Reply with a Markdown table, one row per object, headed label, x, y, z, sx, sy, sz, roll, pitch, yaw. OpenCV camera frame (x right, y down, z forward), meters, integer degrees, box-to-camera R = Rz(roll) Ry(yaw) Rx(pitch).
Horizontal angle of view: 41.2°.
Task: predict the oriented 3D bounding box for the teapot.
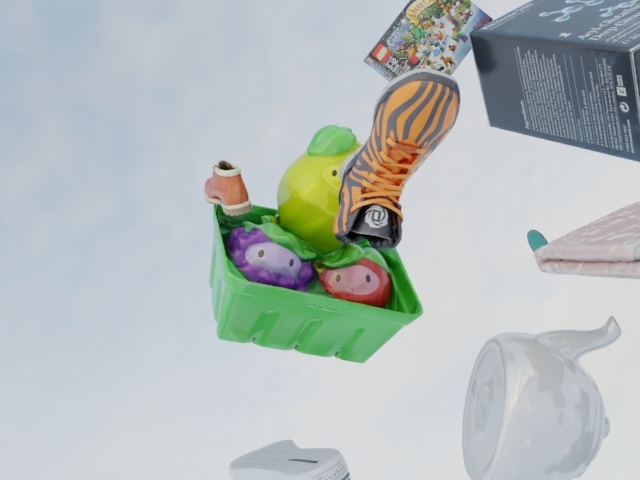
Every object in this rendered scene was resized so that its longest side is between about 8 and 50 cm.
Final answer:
| label | x | y | z | sx | sy | sz | roll | pitch | yaw |
| --- | --- | --- | --- | --- | --- | --- | --- | --- | --- |
| teapot | 0.320 | 0.261 | 1.224 | 0.256 | 0.187 | 0.252 | 107 | 172 | -57 |

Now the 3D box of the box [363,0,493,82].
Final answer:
| label | x | y | z | sx | sy | sz | roll | pitch | yaw |
| --- | --- | --- | --- | --- | --- | --- | --- | --- | --- |
| box | 0.218 | -0.405 | 1.724 | 0.233 | 0.159 | 0.044 | -53 | 5 | -11 |

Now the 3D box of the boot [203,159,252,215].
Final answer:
| label | x | y | z | sx | sy | sz | roll | pitch | yaw |
| --- | --- | --- | --- | --- | --- | --- | --- | --- | --- |
| boot | -0.162 | -0.101 | 1.449 | 0.059 | 0.158 | 0.084 | -20 | -69 | -21 |

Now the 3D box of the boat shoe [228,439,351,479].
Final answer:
| label | x | y | z | sx | sy | sz | roll | pitch | yaw |
| --- | --- | --- | --- | --- | --- | --- | --- | --- | --- |
| boat shoe | -0.052 | 0.402 | 1.380 | 0.121 | 0.119 | 0.335 | -22 | 2 | -27 |

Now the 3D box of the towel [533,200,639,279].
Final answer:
| label | x | y | z | sx | sy | sz | roll | pitch | yaw |
| --- | --- | --- | --- | --- | --- | --- | --- | --- | --- |
| towel | 0.493 | -0.029 | 1.104 | 0.332 | 0.317 | 0.053 | -20 | -85 | -16 |

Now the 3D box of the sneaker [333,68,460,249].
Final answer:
| label | x | y | z | sx | sy | sz | roll | pitch | yaw |
| --- | --- | --- | --- | --- | --- | --- | --- | --- | --- |
| sneaker | 0.110 | -0.093 | 1.244 | 0.125 | 0.180 | 0.321 | 16 | -35 | -10 |

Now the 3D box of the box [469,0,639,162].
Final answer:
| label | x | y | z | sx | sy | sz | roll | pitch | yaw |
| --- | --- | --- | --- | --- | --- | --- | --- | --- | --- |
| box | 0.527 | -0.329 | 1.569 | 0.294 | 0.395 | 0.212 | -31 | -61 | -21 |

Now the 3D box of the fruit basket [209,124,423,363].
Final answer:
| label | x | y | z | sx | sy | sz | roll | pitch | yaw |
| --- | --- | --- | --- | --- | --- | --- | --- | --- | --- |
| fruit basket | 0.000 | 0.000 | 1.495 | 0.392 | 0.283 | 0.392 | -7 | -53 | -9 |

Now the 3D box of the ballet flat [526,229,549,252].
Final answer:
| label | x | y | z | sx | sy | sz | roll | pitch | yaw |
| --- | --- | --- | --- | --- | --- | --- | --- | --- | --- |
| ballet flat | 0.500 | 0.021 | 1.906 | 0.041 | 0.114 | 0.041 | -38 | 3 | 2 |
